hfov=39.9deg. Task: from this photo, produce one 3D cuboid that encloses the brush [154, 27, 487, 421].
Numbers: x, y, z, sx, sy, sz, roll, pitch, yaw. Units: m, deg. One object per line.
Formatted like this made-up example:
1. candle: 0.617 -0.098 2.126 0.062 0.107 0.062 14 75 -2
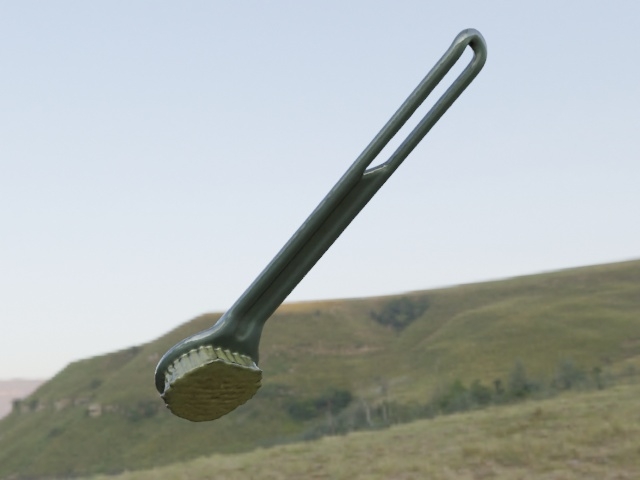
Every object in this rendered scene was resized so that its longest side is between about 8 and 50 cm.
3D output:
1. brush: 0.000 0.000 0.466 0.062 0.027 0.266 23 -66 -42
